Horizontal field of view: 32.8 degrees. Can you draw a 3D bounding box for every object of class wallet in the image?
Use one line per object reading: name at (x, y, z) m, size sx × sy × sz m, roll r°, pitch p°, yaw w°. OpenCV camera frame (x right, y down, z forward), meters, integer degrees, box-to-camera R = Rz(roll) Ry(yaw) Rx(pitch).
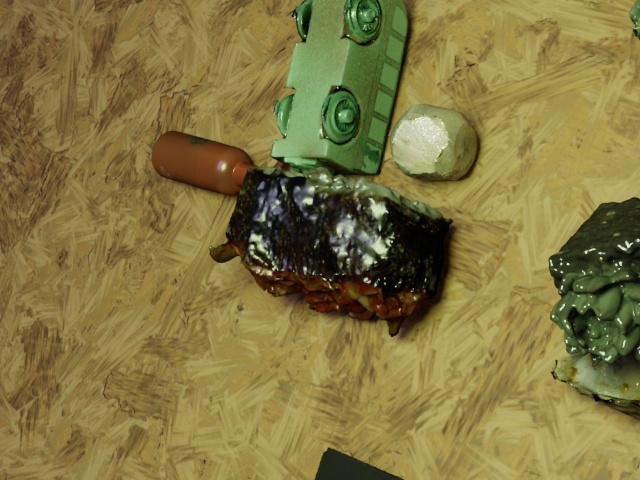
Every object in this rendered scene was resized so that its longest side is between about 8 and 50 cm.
wallet at (0.079, 0.360, 1.389) m, size 0.244 × 0.025 × 0.124 m, roll 16°, pitch 85°, yaw 38°

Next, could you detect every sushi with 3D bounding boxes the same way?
sushi at (0.000, 0.000, 1.486) m, size 0.343 × 0.196 × 0.182 m, roll 10°, pitch 72°, yaw 39°

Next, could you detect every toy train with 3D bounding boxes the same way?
toy train at (0.034, -0.245, 1.586) m, size 0.129 × 0.159 × 0.326 m, roll 4°, pitch 78°, yaw 41°

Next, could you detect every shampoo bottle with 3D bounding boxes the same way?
shampoo bottle at (-0.163, -0.118, 1.733) m, size 0.244 × 0.085 × 0.085 m, roll 15°, pitch 82°, yaw 38°

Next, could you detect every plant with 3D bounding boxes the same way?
plant at (0.334, 0.043, 1.214) m, size 0.132 × 0.129 × 0.194 m, roll -21°, pitch 24°, yaw 38°

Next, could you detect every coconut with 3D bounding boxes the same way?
coconut at (0.145, -0.134, 1.484) m, size 0.124 × 0.110 × 0.110 m, roll 10°, pitch 78°, yaw 34°

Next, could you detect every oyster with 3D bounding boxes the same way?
oyster at (0.402, 0.136, 1.208) m, size 0.294 × 0.094 × 0.166 m, roll -3°, pitch 51°, yaw 47°

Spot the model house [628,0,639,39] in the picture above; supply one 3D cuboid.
model house at (0.422, -0.280, 1.362) m, size 0.079 × 0.066 × 0.083 m, roll -46°, pitch 50°, yaw 11°
